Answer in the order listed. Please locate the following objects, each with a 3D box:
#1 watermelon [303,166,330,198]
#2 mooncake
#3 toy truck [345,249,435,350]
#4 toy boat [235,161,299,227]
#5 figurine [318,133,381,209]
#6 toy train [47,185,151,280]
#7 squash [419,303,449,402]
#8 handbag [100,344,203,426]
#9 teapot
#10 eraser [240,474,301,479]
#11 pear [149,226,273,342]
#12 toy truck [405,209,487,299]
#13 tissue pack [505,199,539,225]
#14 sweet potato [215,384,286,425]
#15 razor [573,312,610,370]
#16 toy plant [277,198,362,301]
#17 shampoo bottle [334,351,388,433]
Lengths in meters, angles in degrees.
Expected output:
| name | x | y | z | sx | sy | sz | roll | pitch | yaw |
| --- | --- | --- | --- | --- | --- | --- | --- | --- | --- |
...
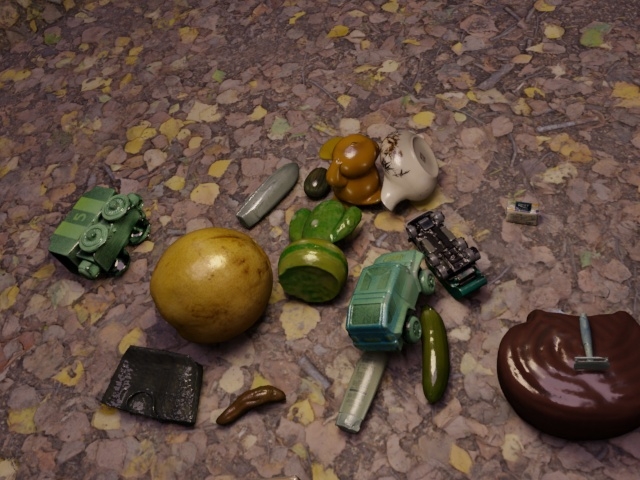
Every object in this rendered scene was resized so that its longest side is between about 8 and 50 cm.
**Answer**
| name | x | y | z | sx | sy | sz | roll | pitch | yaw |
| --- | --- | --- | --- | --- | --- | --- | --- | --- | --- |
| watermelon | -0.008 | -0.175 | 1.870 | 0.078 | 0.078 | 0.110 | 16 | 57 | 23 |
| mooncake | 0.574 | 0.277 | 1.365 | 0.326 | 0.174 | 0.334 | 32 | 69 | 32 |
| toy truck | 0.170 | 0.142 | 1.520 | 0.155 | 0.156 | 0.279 | -8 | 43 | 35 |
| toy boat | -0.157 | -0.146 | 1.885 | 0.260 | 0.078 | 0.085 | -47 | 36 | -17 |
| figurine | 0.097 | -0.200 | 1.767 | 0.215 | 0.228 | 0.215 | -20 | 32 | 14 |
| toy train | -0.660 | -0.027 | 1.862 | 0.238 | 0.167 | 0.299 | 11 | 57 | 26 |
| squash | 0.275 | 0.266 | 1.501 | 0.069 | 0.069 | 0.258 | -4 | 55 | 10 |
| handbag | -0.418 | 0.369 | 1.581 | 0.270 | 0.088 | 0.175 | 7 | 65 | 17 |
| teapot | 0.246 | -0.220 | 1.786 | 0.166 | 0.208 | 0.299 | -45 | 24 | 30 |
| eraser | -0.103 | 0.676 | 1.290 | 0.144 | 0.078 | 0.343 | -9 | 54 | 8 |
| pear | -0.277 | 0.111 | 1.594 | 0.314 | 0.314 | 0.314 | -6 | 54 | 8 |
| toy truck | 0.325 | 0.041 | 1.614 | 0.114 | 0.124 | 0.253 | -29 | 52 | -9 |
| tissue pack | 0.548 | -0.076 | 1.682 | 0.083 | 0.062 | 0.042 | 8 | 62 | 19 |
| sweet potato | -0.177 | 0.397 | 1.519 | 0.182 | 0.054 | 0.053 | -24 | 45 | -2 |
| razor | 0.556 | 0.206 | 1.293 | 0.068 | 0.040 | 0.135 | -2 | 45 | 15 |
| toy plant | 0.000 | 0.000 | 1.696 | 0.224 | 0.184 | 0.316 | -15 | 41 | 24 |
| shampoo bottle | 0.100 | 0.356 | 1.487 | 0.072 | 0.049 | 0.212 | 12 | 58 | 26 |
